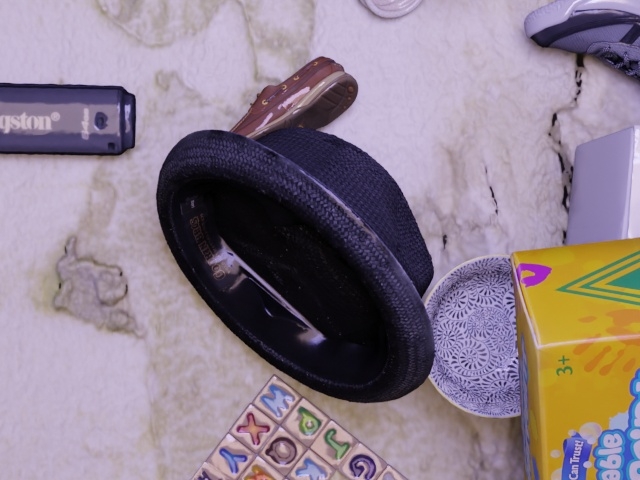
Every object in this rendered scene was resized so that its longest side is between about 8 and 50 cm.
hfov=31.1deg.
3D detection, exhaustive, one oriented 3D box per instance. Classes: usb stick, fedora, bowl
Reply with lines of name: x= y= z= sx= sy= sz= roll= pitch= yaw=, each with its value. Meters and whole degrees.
usb stick: x=-0.335 y=-0.128 z=1.206 sx=0.278 sy=0.045 sz=0.077 roll=1 pitch=88 yaw=-4
fedora: x=0.000 y=0.000 z=1.148 sx=0.334 sy=0.334 sz=0.152 roll=44 pitch=56 yaw=-2
bowl: x=0.181 y=0.100 z=1.219 sx=0.170 sy=0.080 sz=0.170 roll=0 pitch=88 yaw=-4

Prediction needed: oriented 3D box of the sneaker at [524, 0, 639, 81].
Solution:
sneaker: x=0.352 y=-0.183 z=1.227 sx=0.268 sy=0.101 sz=0.153 roll=0 pitch=86 yaw=-7

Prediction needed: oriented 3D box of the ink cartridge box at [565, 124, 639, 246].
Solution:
ink cartridge box: x=0.409 y=0.001 z=1.179 sx=0.270 sy=0.198 sz=0.197 roll=5 pitch=88 yaw=-4

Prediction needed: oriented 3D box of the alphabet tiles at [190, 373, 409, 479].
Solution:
alphabet tiles: x=-0.046 y=0.297 z=1.233 sx=0.198 sy=0.009 sz=0.237 roll=38 pitch=86 yaw=-2

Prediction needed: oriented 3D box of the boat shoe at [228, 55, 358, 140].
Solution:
boat shoe: x=-0.045 y=-0.131 z=1.225 sx=0.178 sy=0.064 sz=0.060 roll=-36 pitch=58 yaw=-2

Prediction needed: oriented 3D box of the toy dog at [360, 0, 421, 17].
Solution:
toy dog: x=0.173 y=-0.358 z=1.159 sx=0.333 sy=0.161 sz=0.220 roll=-22 pitch=114 yaw=-4

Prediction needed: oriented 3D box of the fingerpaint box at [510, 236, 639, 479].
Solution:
fingerpaint box: x=0.377 y=0.216 z=1.056 sx=0.371 sy=0.163 sz=0.445 roll=-6 pitch=119 yaw=3
